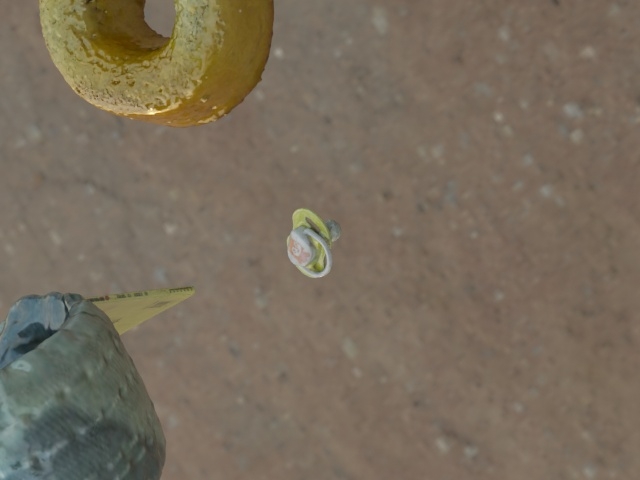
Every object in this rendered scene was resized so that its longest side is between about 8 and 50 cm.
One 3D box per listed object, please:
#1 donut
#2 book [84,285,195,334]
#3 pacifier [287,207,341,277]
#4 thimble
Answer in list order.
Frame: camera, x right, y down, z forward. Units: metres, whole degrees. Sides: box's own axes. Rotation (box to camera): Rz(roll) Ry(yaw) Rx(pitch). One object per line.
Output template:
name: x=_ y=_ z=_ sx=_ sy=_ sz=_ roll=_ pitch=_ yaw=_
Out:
donut: x=-0.189 y=-0.250 z=1.942 sx=0.278 sy=0.108 sz=0.277 roll=5 pitch=99 yaw=30
book: x=-0.255 y=0.087 z=1.916 sx=0.168 sy=0.192 sz=0.013 roll=-27 pitch=75 yaw=41
pacifier: x=0.000 y=0.000 z=1.868 sx=0.068 sy=0.064 sz=0.083 roll=39 pitch=138 yaw=26
thimble: x=-0.242 y=0.152 z=1.466 sx=0.250 sy=0.205 sz=0.171 roll=-113 pitch=-2 yaw=-79
